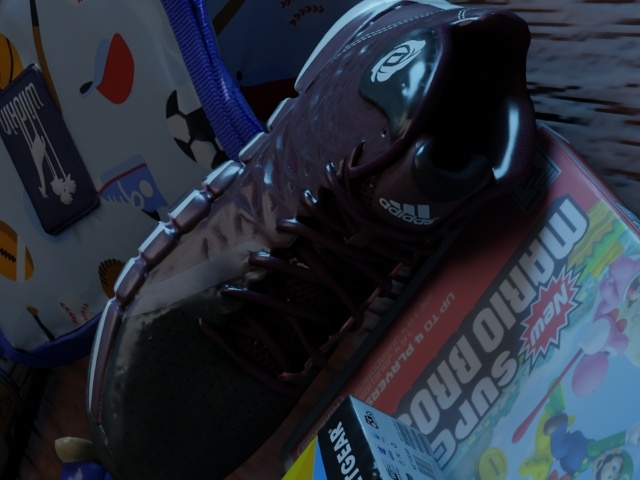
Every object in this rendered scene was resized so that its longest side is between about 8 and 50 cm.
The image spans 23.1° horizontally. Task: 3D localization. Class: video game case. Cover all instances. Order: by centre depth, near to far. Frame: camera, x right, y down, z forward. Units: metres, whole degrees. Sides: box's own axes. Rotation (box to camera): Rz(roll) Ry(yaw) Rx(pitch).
[{"bbox_3d":[0.075,0.089,0.609,0.204,0.025,0.285,-53,25,14],"label":"video game case"}]

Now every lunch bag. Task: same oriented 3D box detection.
[{"bbox_3d":[-0.101,-0.139,0.973,0.328,0.239,0.385,-29,54,49],"label":"lunch bag"}]

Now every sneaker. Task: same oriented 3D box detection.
[{"bbox_3d":[0.000,0.000,0.697,0.281,0.106,0.162,-58,19,-7],"label":"sneaker"}]

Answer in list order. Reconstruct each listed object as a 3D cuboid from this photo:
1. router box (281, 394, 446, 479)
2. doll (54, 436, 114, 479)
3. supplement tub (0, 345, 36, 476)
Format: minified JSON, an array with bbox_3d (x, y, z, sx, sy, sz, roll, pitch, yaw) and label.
[{"bbox_3d":[0.007,0.159,0.572,0.133,0.046,0.179,-54,25,15],"label":"router box"},{"bbox_3d":[-0.138,0.201,0.867,0.129,0.046,0.189,-21,50,41],"label":"doll"},{"bbox_3d":[-0.286,0.103,1.145,0.144,0.144,0.199,-34,35,44],"label":"supplement tub"}]
